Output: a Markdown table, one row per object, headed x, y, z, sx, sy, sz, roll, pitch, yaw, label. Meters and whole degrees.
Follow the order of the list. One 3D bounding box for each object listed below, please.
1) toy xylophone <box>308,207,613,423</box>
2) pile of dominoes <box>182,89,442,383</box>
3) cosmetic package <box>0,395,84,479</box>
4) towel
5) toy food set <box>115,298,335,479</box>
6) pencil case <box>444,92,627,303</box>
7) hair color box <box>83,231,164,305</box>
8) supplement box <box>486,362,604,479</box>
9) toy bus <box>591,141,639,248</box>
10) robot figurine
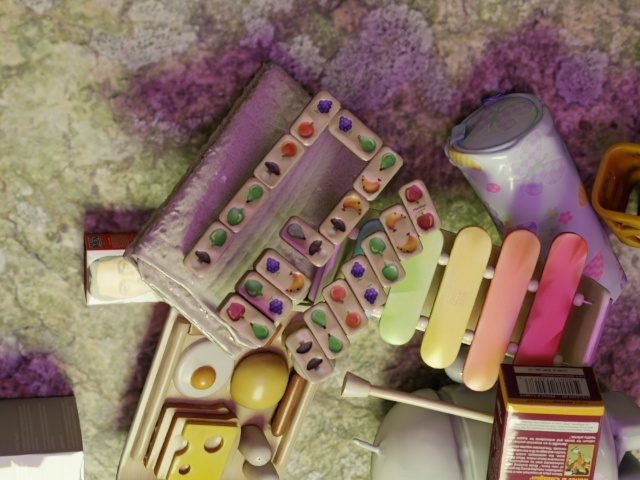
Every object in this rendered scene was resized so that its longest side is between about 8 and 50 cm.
| x | y | z | sx | sy | sz | roll | pitch | yaw | label |
| --- | --- | --- | --- | --- | --- | --- | --- | --- | --- |
| 0.144 | 0.086 | 1.897 | 0.322 | 0.081 | 0.236 | 9 | 101 | -3 | toy xylophone |
| 0.000 | 0.000 | 1.799 | 0.196 | 0.040 | 0.251 | 39 | 85 | -9 | pile of dominoes |
| -0.383 | 0.247 | 1.950 | 0.238 | 0.127 | 0.107 | -4 | 117 | -9 | cosmetic package |
| -0.067 | -0.030 | 1.860 | 0.187 | 0.049 | 0.282 | 42 | 71 | -25 | towel |
| -0.087 | 0.195 | 1.982 | 0.219 | 0.092 | 0.306 | 7 | 114 | -31 | toy food set |
| 0.243 | -0.030 | 1.962 | 0.124 | 0.113 | 0.273 | -25 | 119 | 10 | pencil case |
| -0.189 | 0.030 | 1.932 | 0.141 | 0.043 | 0.072 | -2 | 118 | -11 | hair color box |
| 0.235 | 0.231 | 1.867 | 0.104 | 0.081 | 0.188 | 3 | 118 | -2 | supplement box |
| 0.373 | -0.039 | 1.988 | 0.104 | 0.191 | 0.202 | 12 | 122 | 26 | toy bus |
| 0.211 | 0.260 | 2.048 | 0.353 | 0.200 | 0.300 | -7 | 103 | -9 | robot figurine |
